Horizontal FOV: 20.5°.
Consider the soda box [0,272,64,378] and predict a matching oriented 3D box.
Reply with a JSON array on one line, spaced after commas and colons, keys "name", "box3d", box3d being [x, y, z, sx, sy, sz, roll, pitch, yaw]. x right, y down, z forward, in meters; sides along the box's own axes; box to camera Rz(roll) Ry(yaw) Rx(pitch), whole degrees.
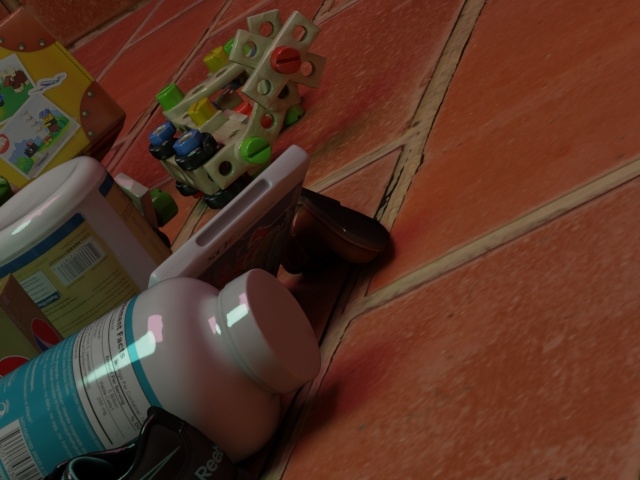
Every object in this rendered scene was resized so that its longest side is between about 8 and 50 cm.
[{"name": "soda box", "box3d": [-0.224, 0.120, 1.441, 0.058, 0.181, 0.061, -33, 18, 14]}]

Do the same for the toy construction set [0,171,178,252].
[{"name": "toy construction set", "box3d": [-0.286, -0.024, 1.752, 0.237, 0.309, 0.257, -41, 31, -19]}]

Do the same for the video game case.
[{"name": "video game case", "box3d": [-0.085, 0.036, 1.460, 0.183, 0.023, 0.201, -44, -16, -34]}]

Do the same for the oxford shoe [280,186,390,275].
[{"name": "oxford shoe", "box3d": [0.000, 0.000, 1.543, 0.076, 0.076, 0.212, -68, 21, 2]}]

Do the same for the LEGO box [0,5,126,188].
[{"name": "LEGO box", "box3d": [-0.505, -0.004, 2.154, 0.500, 0.193, 0.372, -45, 1, -24]}]

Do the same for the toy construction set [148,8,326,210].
[{"name": "toy construction set", "box3d": [-0.083, -0.145, 1.949, 0.215, 0.151, 0.328, -40, 6, -11]}]

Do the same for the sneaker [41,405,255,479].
[{"name": "sneaker", "box3d": [-0.172, 0.208, 1.241, 0.267, 0.106, 0.101, -34, 19, 16]}]

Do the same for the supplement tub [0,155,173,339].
[{"name": "supplement tub", "box3d": [-0.199, 0.041, 1.568, 0.144, 0.199, 0.144, -33, 17, 11]}]

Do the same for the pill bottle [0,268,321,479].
[{"name": "pill bottle", "box3d": [-0.132, 0.122, 1.314, 0.264, 0.146, 0.146, -30, 18, 20]}]
